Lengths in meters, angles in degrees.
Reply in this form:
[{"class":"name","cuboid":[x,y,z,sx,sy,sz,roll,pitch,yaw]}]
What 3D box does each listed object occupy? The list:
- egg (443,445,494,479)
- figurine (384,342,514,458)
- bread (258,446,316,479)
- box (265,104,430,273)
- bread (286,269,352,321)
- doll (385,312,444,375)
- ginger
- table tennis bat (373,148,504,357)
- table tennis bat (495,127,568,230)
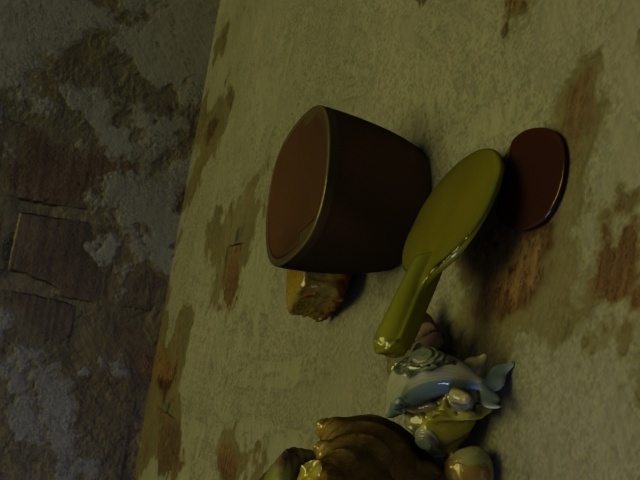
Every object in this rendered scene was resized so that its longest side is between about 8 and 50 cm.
[{"class":"egg","cuboid":[0.212,0.335,1.706,0.071,0.071,0.083,-32,68,62]},{"class":"figurine","cuboid":[0.181,0.231,1.743,0.209,0.183,0.128,-12,31,33]},{"class":"bread","cuboid":[-0.054,0.500,2.143,0.338,0.187,0.155,127,150,-46]},{"class":"box","cuboid":[0.051,-0.077,2.142,0.301,0.216,0.300,-169,90,-71]},{"class":"bread","cuboid":[0.000,0.000,2.352,0.184,0.114,0.274,117,158,-64]},{"class":"doll","cuboid":[0.148,0.181,1.900,0.192,0.095,0.149,-97,-1,-68]},{"class":"ginger","cuboid":[0.078,0.361,1.743,0.166,0.236,0.375,-47,0,21]},{"class":"table tennis bat","cuboid":[0.175,0.015,1.812,0.368,0.054,0.224,-63,17,-21]},{"class":"table tennis bat","cuboid":[0.289,-0.093,1.807,0.274,0.021,0.154,-171,94,-68]}]
